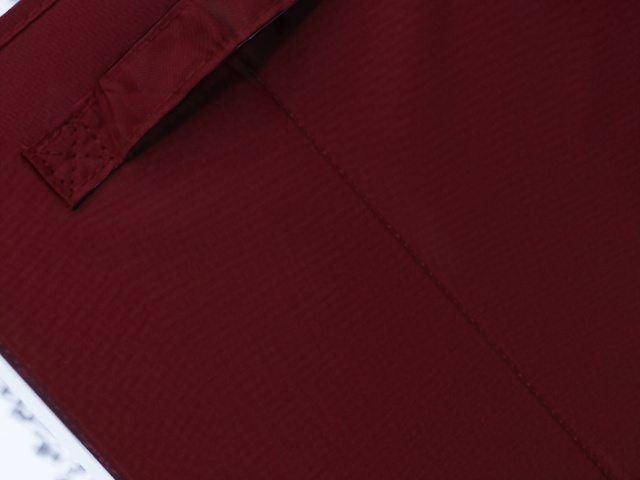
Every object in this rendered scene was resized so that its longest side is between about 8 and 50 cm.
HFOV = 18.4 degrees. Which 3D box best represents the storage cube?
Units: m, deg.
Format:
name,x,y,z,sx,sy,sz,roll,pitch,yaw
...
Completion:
name,x,y,z,sx,sy,sz,roll,pitch,yaw
storage cube,0.000,0.000,0.560,0.184,0.215,0.193,-42,-87,-10
